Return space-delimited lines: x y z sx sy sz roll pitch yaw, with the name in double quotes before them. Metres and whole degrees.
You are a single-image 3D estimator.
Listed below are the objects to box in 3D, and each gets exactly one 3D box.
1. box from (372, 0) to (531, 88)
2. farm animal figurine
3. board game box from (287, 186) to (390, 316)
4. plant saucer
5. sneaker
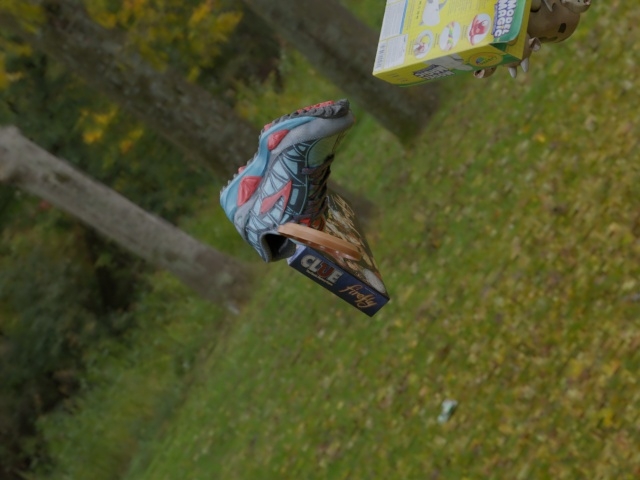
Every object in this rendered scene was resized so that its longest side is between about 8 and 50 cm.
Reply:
"box" 0.122 -0.198 1.008 0.179 0.043 0.105 -5 71 57
"farm animal figurine" 0.304 -0.351 1.934 0.327 0.172 0.330 -20 2 -25
"board game box" 0.003 -0.013 1.695 0.042 0.165 0.243 -45 34 19
"plant saucer" 0.000 0.000 1.112 0.083 0.083 0.013 -178 107 -80
"sneaker" -0.016 -0.060 1.322 0.104 0.125 0.262 -19 -16 -32
